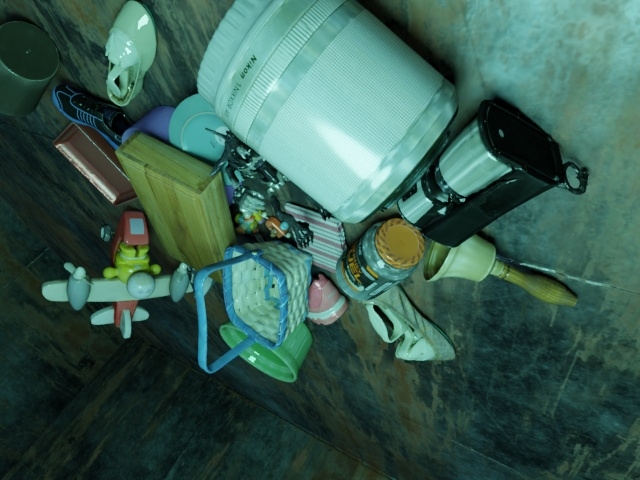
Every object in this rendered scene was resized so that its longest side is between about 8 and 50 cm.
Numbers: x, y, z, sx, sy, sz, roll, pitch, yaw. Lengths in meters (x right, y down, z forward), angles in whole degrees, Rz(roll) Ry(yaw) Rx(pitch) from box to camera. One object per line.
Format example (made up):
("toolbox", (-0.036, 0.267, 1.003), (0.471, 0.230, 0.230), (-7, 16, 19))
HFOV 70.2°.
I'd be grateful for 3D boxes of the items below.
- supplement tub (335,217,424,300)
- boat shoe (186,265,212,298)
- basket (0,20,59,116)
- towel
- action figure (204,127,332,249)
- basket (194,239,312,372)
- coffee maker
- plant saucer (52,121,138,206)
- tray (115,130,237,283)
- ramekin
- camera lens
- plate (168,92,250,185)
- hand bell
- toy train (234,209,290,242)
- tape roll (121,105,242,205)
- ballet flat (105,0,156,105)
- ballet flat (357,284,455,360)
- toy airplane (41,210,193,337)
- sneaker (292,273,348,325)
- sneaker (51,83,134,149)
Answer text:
("supplement tub", (0.112, 0.037, 0.875), (0.117, 0.117, 0.190), (37, 149, -2))
("boat shoe", (-0.382, 0.102, 1.471), (0.102, 0.108, 0.301), (37, 147, -2))
("basket", (-0.721, -0.409, 1.068), (0.226, 0.154, 0.204), (-1, 134, 41))
("towel", (0.000, 0.000, 1.027), (0.144, 0.029, 0.197), (20, 146, 30))
("action figure", (-0.086, -0.117, 0.826), (0.275, 0.164, 0.141), (43, 180, -25))
("basket", (-0.158, 0.138, 1.034), (0.200, 0.288, 0.255), (22, 119, 29))
("coffee maker", (0.215, -0.067, 0.606), (0.171, 0.120, 0.178), (41, 142, -4))
("plant saucer", (-0.644, -0.224, 1.340), (0.259, 0.048, 0.258), (-5, 131, 49))
("tray", (-0.300, -0.045, 1.035), (0.202, 0.076, 0.411), (27, 153, 12))
("ramekin", (-0.172, 0.323, 1.523), (0.303, 0.148, 0.304), (25, 148, 17))
("camera lens", (0.015, -0.174, 0.578), (0.274, 0.219, 0.219), (39, 150, -5))
("plate", (-0.205, -0.188, 0.879), (0.187, 0.024, 0.188), (4, 122, 6))
("hand bell", (0.306, 0.052, 0.743), (0.241, 0.126, 0.126), (22, 149, -1))
("toy train", (-0.153, -0.029, 1.119), (0.125, 0.046, 0.166), (46, 148, -15))
("tape roll", (-0.318, -0.167, 1.051), (0.274, 0.090, 0.275), (25, 149, 17))
("ballet flat", (-0.371, -0.342, 0.869), (0.086, 0.086, 0.248), (40, 149, -8))
("ballet flat", (0.189, 0.205, 1.039), (0.316, 0.106, 0.107), (46, 148, -17))
("toy airplane", (-0.630, 0.146, 1.506), (0.272, 0.386, 0.385), (18, 148, 49))
("sneaker", (-0.067, 0.143, 1.237), (0.313, 0.116, 0.136), (-9, 118, 42))
("sneaker", (-0.531, -0.306, 1.090), (0.232, 0.082, 0.090), (35, 148, -13))
